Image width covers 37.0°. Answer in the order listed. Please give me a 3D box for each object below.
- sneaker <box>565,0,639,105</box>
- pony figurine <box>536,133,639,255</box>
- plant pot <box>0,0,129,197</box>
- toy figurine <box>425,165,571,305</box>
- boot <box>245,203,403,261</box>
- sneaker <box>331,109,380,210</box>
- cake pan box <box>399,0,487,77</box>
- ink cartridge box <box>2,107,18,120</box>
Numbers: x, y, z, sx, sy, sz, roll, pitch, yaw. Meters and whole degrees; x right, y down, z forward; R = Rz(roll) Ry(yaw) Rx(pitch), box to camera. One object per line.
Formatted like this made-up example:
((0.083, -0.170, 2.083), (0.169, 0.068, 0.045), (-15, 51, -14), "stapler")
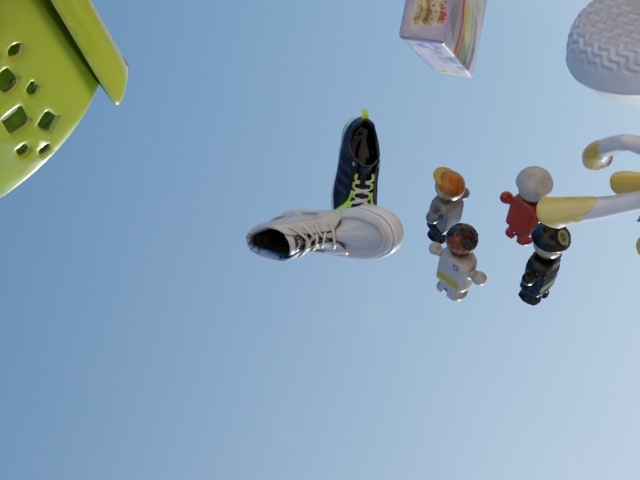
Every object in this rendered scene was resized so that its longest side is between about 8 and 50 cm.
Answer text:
((0.342, -0.080, 0.715), (0.366, 0.210, 0.137), (-5, -144, -15), "sneaker")
((0.511, -0.055, 1.192), (0.351, 0.363, 0.303), (18, -105, -24), "pony figurine")
((-0.346, -0.221, 1.010), (0.227, 0.207, 0.228), (51, 170, 34), "plant pot")
((0.271, -0.016, 1.491), (0.209, 0.148, 0.213), (3, -136, -1), "toy figurine")
((0.000, 0.000, 1.527), (0.123, 0.258, 0.095), (-24, -73, -44), "boot")
((0.066, -0.118, 1.736), (0.084, 0.097, 0.235), (0, -91, -7), "sneaker")
((0.184, -0.374, 1.301), (0.246, 0.070, 0.267), (8, -87, -75), "cake pan box")
((-0.488, -0.257, 1.320), (0.211, 0.121, 0.289), (23, -142, -38), "ink cartridge box")
